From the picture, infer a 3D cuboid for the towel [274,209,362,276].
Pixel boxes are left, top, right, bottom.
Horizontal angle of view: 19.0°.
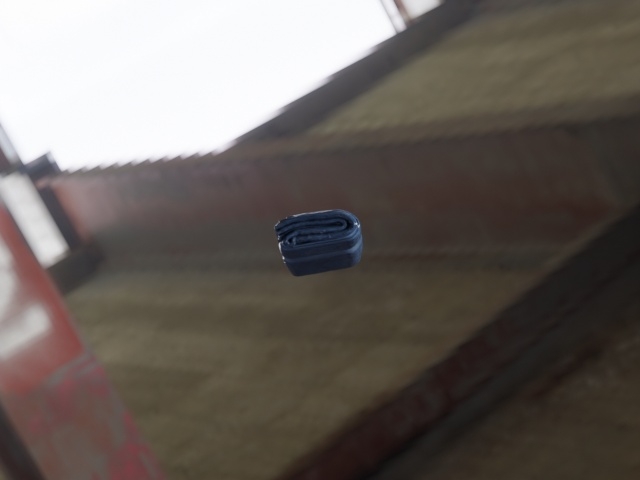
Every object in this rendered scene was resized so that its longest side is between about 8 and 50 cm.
[{"bbox_3d":[0.000,0.000,1.525,0.067,0.029,0.119,-9,167,1],"label":"towel"}]
